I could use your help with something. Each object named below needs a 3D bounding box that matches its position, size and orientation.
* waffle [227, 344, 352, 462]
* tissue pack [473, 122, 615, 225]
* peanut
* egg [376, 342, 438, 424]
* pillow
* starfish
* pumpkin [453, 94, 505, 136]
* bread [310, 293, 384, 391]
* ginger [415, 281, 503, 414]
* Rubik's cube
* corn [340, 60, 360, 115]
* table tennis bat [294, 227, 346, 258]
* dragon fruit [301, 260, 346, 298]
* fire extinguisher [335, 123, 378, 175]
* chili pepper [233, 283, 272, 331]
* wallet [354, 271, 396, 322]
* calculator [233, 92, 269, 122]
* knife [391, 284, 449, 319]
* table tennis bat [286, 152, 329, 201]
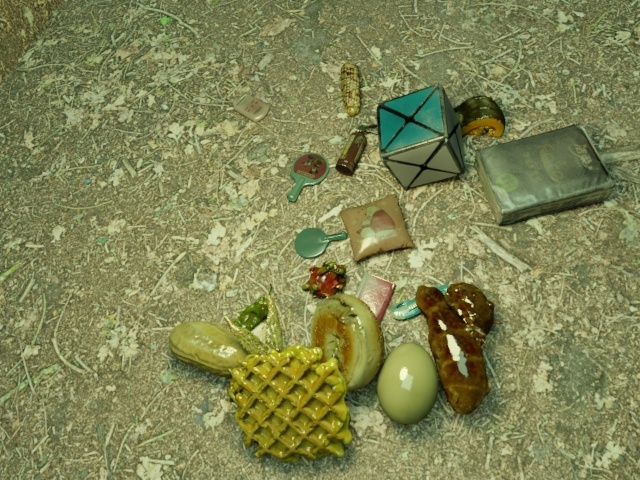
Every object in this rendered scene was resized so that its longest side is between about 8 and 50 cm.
[{"bbox_3d":[-0.095,0.499,1.491,0.379,0.095,0.382,-11,99,14],"label":"waffle"},{"bbox_3d":[0.786,-0.237,1.775,0.394,0.124,0.288,-13,64,4],"label":"tissue pack"},{"bbox_3d":[-0.349,0.368,1.664,0.339,0.174,0.158,19,94,17],"label":"peanut"},{"bbox_3d":[0.267,0.435,1.514,0.185,0.186,0.242,10,68,14],"label":"egg"},{"bbox_3d":[0.203,-0.046,1.805,0.236,0.084,0.223,-15,65,5],"label":"pillow"},{"bbox_3d":[-0.181,0.374,1.583,0.358,0.078,0.347,38,78,-20],"label":"starfish"},{"bbox_3d":[0.590,-0.485,1.922,0.247,0.126,0.131,0,63,10],"label":"pumpkin"},{"bbox_3d":[0.091,0.318,1.568,0.158,0.305,0.306,-1,57,-35],"label":"bread"},{"bbox_3d":[0.454,0.318,1.547,0.254,0.176,0.419,-11,60,8],"label":"ginger"},{"bbox_3d":[0.367,-0.369,1.799,0.259,0.255,0.260,-16,61,26],"label":"Rubik's cube"},{"bbox_3d":[0.128,-0.645,2.097,0.086,0.086,0.253,-4,66,8],"label":"corn"},{"bbox_3d":[0.000,0.000,1.849,0.201,0.033,0.124,-13,66,6],"label":"table tennis bat"},{"bbox_3d":[0.025,0.126,1.751,0.142,0.175,0.138,-30,71,-39],"label":"dragon fruit"},{"bbox_3d":[0.154,-0.372,1.980,0.106,0.075,0.252,29,69,-9],"label":"fire extinguisher"},{"bbox_3d":[-0.220,0.247,1.749,0.204,0.073,0.072,-44,84,1],"label":"chili pepper"},{"bbox_3d":[0.165,0.230,1.716,0.119,0.025,0.232,20,70,18],"label":"wallet"},{"bbox_3d":[-0.304,-0.582,2.168,0.175,0.032,0.100,34,75,22],"label":"calculator"},{"bbox_3d":[0.346,0.210,1.692,0.222,0.031,0.064,-25,61,-3],"label":"knife"},{"bbox_3d":[-0.062,-0.253,1.977,0.152,0.040,0.244,23,67,18],"label":"table tennis bat"}]
